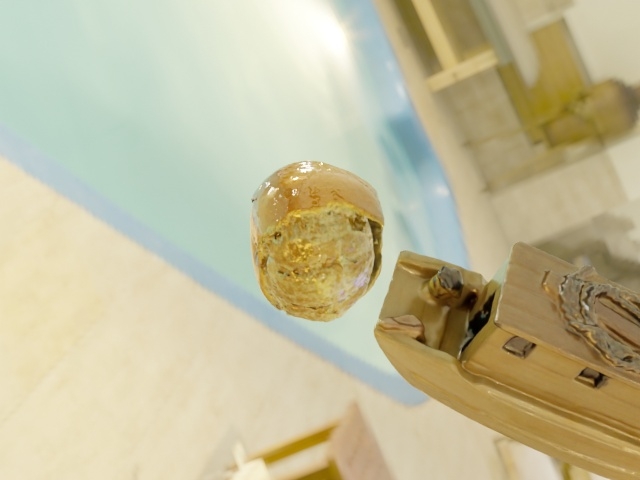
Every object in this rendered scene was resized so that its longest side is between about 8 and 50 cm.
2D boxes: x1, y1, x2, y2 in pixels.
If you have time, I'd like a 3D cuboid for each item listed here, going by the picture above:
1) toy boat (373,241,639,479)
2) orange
[{"bbox_3d":[0.120,0.057,0.618,0.200,0.077,0.057,24,49,-7],"label":"toy boat"},{"bbox_3d":[0.000,0.000,1.370,0.156,0.134,0.156,161,-90,-84],"label":"orange"}]
